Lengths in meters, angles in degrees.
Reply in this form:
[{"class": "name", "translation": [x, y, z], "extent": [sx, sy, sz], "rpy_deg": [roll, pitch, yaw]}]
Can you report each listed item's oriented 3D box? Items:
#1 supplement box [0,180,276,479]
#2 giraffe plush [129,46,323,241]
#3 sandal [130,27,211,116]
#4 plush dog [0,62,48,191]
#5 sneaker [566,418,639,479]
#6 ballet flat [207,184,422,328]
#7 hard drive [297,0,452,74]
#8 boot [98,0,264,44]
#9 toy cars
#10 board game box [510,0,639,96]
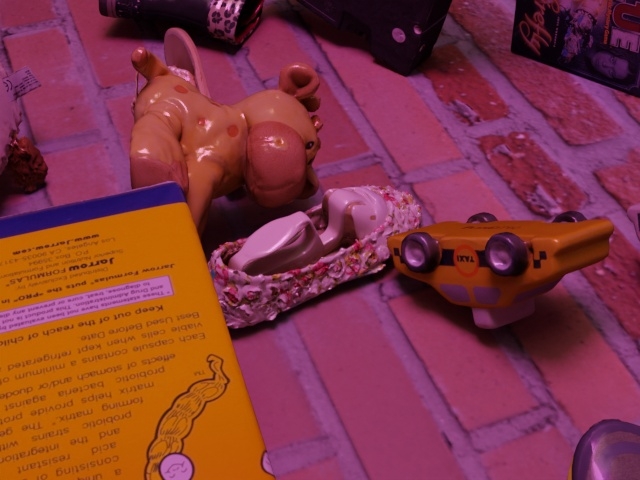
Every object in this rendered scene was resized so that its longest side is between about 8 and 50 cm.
[{"class": "supplement box", "translation": [-0.137, 0.158, 0.683], "extent": [0.195, 0.194, 0.356], "rpy_deg": [-13, 44, -11]}, {"class": "giraffe plush", "translation": [-0.080, -0.075, 0.945], "extent": [0.170, 0.181, 0.210], "rpy_deg": [-2, 64, -7]}, {"class": "sandal", "translation": [-0.153, -0.138, 1.082], "extent": [0.079, 0.088, 0.240], "rpy_deg": [-14, 49, -21]}, {"class": "plush dog", "translation": [-0.409, -0.099, 1.006], "extent": [0.225, 0.210, 0.262], "rpy_deg": [-11, 58, 17]}, {"class": "sneaker", "translation": [0.242, 0.223, 0.650], "extent": [0.111, 0.121, 0.300], "rpy_deg": [-11, 43, -9]}, {"class": "ballet flat", "translation": [0.000, 0.000, 0.935], "extent": [0.241, 0.077, 0.091], "rpy_deg": [-31, 51, -28]}, {"class": "hard drive", "translation": [0.058, -0.366, 1.101], "extent": [0.237, 0.339, 0.064], "rpy_deg": [36, 54, 15]}, {"class": "boot", "translation": [-0.144, -0.320, 1.291], "extent": [0.178, 0.085, 0.236], "rpy_deg": [17, 41, 10]}, {"class": "toy cars", "translation": [0.252, 0.013, 0.874], "extent": [0.393, 0.087, 0.176], "rpy_deg": [-8, 9, 8]}, {"class": "board game box", "translation": [0.291, -0.285, 1.108], "extent": [0.165, 0.243, 0.042], "rpy_deg": [26, 50, 28]}]
